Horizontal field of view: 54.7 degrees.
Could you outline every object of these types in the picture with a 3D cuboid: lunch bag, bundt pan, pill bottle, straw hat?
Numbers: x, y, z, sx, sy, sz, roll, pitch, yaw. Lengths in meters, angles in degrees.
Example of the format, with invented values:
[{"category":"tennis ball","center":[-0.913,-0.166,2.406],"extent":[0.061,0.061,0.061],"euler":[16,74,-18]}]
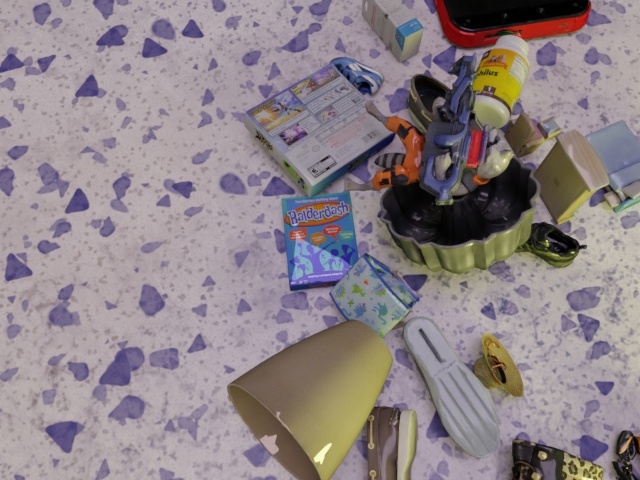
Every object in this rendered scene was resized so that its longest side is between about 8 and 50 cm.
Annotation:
[{"category":"lunch bag","center":[0.107,0.120,1.300],"extent":[0.151,0.096,0.129],"euler":[44,112,10]},{"category":"bundt pan","center":[0.298,-0.052,1.315],"extent":[0.331,0.124,0.331],"euler":[-13,38,10]},{"category":"pill bottle","center":[0.427,-0.383,1.487],"extent":[0.117,0.117,0.215],"euler":[23,72,8]},{"category":"straw hat","center":[0.353,0.270,1.282],"extent":[0.061,0.144,0.144],"euler":[-36,70,28]}]

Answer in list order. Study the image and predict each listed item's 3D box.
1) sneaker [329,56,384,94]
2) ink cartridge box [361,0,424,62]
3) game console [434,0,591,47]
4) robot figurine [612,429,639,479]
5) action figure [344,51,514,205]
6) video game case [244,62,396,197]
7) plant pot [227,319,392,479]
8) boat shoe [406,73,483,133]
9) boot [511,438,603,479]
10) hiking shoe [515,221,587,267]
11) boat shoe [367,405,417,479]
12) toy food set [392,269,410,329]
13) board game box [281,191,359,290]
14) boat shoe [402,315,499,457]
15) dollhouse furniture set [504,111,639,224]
[{"category":"sneaker","center":[0.084,-0.407,1.532],"extent":[0.144,0.053,0.059],"euler":[23,74,9]},{"category":"ink cartridge box","center":[0.178,-0.552,1.555],"extent":[0.060,0.104,0.180],"euler":[-31,74,-10]},{"category":"game console","center":[0.486,-0.673,1.630],"extent":[0.386,0.060,0.342],"euler":[-9,65,-4]},{"category":"robot figurine","center":[0.689,0.495,1.192],"extent":[0.211,0.085,0.291],"euler":[-3,71,-2]},{"category":"action figure","center":[0.245,-0.212,1.298],"extent":[0.330,0.178,0.341],"euler":[13,73,29]},{"category":"video game case","center":[0.001,-0.265,1.455],"extent":[0.269,0.061,0.244],"euler":[-35,74,-22]},{"category":"plant pot","center":[0.007,0.288,1.204],"extent":[0.274,0.256,0.256],"euler":[-39,74,-27]},{"category":"boat shoe","center":[0.287,-0.278,1.401],"extent":[0.109,0.091,0.305],"euler":[-24,45,-8]},{"category":"boot","center":[0.353,0.515,1.150],"extent":[0.377,0.138,0.284],"euler":[18,71,-2]},{"category":"hiking shoe","center":[0.461,-0.015,1.358],"extent":[0.227,0.114,0.086],"euler":[16,71,6]},{"category":"boat shoe","center":[0.122,0.485,1.187],"extent":[0.097,0.116,0.324],"euler":[2,75,20]},{"category":"toy food set","center":[0.160,0.129,1.358],"extent":[0.078,0.019,0.122],"euler":[-21,72,-7]},{"category":"board game box","center":[0.000,0.000,1.390],"extent":[0.160,0.047,0.210],"euler":[-7,69,-2]},{"category":"boat shoe","center":[0.267,0.291,1.260],"extent":[0.109,0.094,0.302],"euler":[-27,71,1]},{"category":"dollhouse furniture set","center":[0.636,-0.222,1.387],"extent":[0.303,0.198,0.286],"euler":[-22,72,-8]}]
